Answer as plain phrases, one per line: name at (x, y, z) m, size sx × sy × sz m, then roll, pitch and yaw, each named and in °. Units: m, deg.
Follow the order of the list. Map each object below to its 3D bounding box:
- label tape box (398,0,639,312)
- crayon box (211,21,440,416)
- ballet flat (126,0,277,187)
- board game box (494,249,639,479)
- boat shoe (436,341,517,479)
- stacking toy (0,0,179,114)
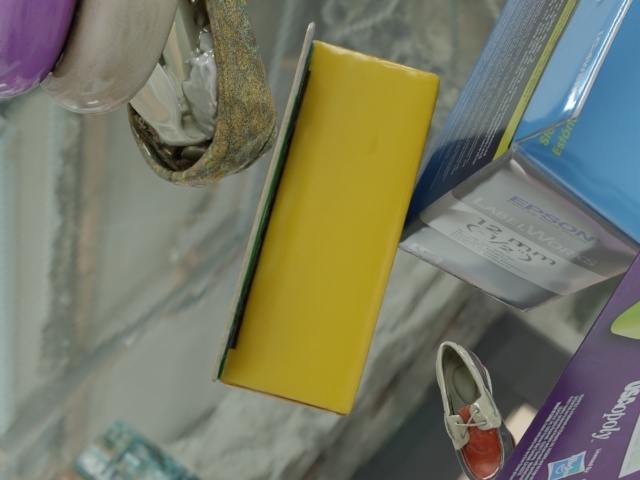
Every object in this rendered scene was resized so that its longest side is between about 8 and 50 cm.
label tape box at (0.172, -0.107, 0.883) m, size 0.249 × 0.115 × 0.348 m, roll -62°, pitch 7°, yaw -13°
crayon box at (0.000, 0.000, 0.990) m, size 0.323 × 0.083 × 0.203 m, roll 114°, pitch 171°, yaw -86°
ballet flat at (-0.119, -0.197, 1.102) m, size 0.123 × 0.123 × 0.348 m, roll -38°, pitch -59°, yaw -45°
board game box at (0.182, -0.009, 0.428) m, size 0.208 × 0.056 × 0.347 m, roll -27°, pitch 11°, yaw 38°
boat shoe at (0.122, 0.141, 1.268) m, size 0.049 × 0.137 × 0.043 m, roll -26°, pitch -45°, yaw 16°
stacking toy at (-0.216, -0.125, 0.529) m, size 0.330 × 0.141 × 0.141 m, roll 3°, pitch -49°, yaw -24°
